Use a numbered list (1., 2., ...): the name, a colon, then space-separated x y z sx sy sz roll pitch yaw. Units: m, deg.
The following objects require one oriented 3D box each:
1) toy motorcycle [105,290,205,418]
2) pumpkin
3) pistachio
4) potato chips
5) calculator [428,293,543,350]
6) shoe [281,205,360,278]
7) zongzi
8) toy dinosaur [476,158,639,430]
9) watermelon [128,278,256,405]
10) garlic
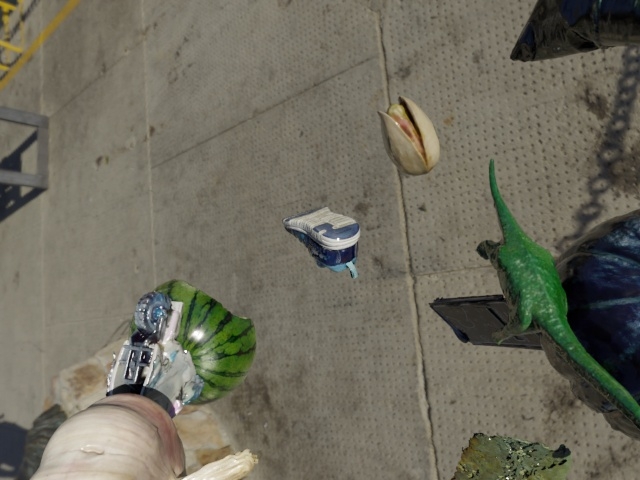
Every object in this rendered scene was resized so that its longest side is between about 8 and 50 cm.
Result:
1. toy motorcycle: -0.270 0.223 0.821 0.108 0.204 0.239 16 78 27
2. pumpkin: 0.521 0.126 0.703 0.364 0.266 0.363 -4 70 11
3. pistachio: 0.223 -0.254 1.173 0.144 0.215 0.143 -23 40 21
4. potato chips: 0.236 0.317 0.628 0.209 0.026 0.142 -28 98 27
5. calculator: 0.369 0.185 1.051 0.166 0.028 0.274 45 159 -8
6. shoe: 0.000 0.000 0.851 0.207 0.092 0.106 33 137 55
7. zongzi: 0.524 -0.423 0.714 0.383 0.319 0.362 -62 37 19
8. toy dinosaur: 0.300 0.057 0.630 0.087 0.301 0.446 -10 77 1
9. watermelon: -0.339 0.264 1.140 0.331 0.189 0.330 0 89 10
10. garlic: -0.200 0.300 0.563 0.245 0.253 0.244 175 90 -79
